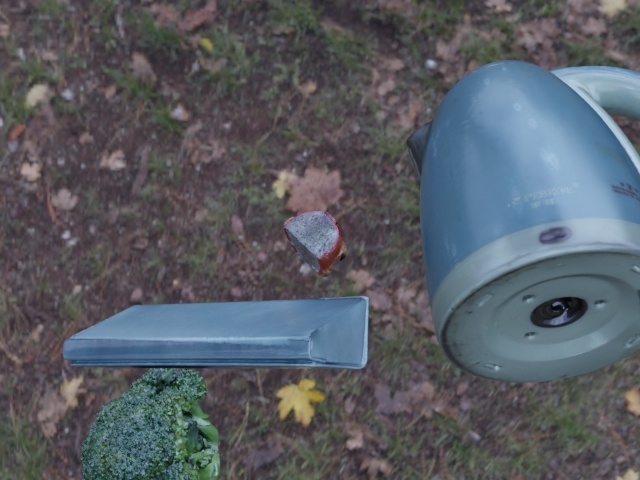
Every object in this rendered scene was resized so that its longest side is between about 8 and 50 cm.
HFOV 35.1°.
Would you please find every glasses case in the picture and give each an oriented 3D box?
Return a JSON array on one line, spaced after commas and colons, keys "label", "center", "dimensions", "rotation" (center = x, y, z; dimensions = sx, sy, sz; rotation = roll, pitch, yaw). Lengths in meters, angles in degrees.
[{"label": "glasses case", "center": [-0.092, 0.094, 0.884], "dimensions": [0.266, 0.056, 0.105], "rotation": [-4, 14, 32]}]

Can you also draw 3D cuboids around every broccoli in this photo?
[{"label": "broccoli", "center": [-0.199, 0.242, 1.185], "dimensions": [0.156, 0.195, 0.195], "rotation": [4, 49, -38]}]

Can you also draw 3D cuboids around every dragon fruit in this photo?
[{"label": "dragon fruit", "center": [0.000, 0.000, 1.275], "dimensions": [0.060, 0.056, 0.083], "rotation": [-41, 52, -13]}]

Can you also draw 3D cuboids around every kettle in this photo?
[{"label": "kettle", "center": [0.259, -0.059, 1.095], "dimensions": [0.319, 0.247, 0.342], "rotation": [-10, 52, 6]}]
